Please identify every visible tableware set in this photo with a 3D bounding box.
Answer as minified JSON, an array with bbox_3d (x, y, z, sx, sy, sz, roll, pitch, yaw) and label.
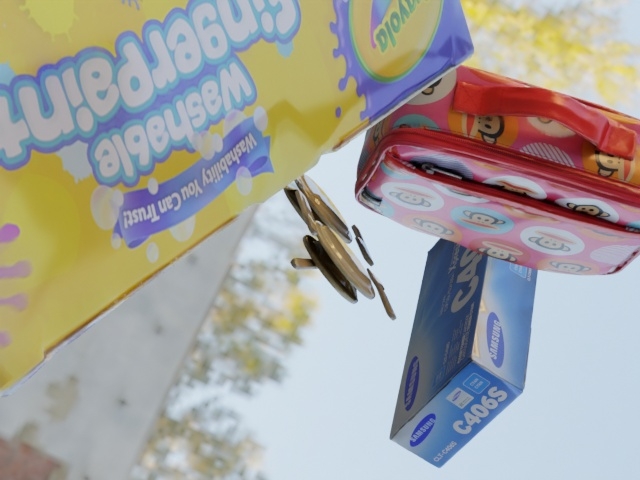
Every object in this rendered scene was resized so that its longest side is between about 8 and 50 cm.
[{"bbox_3d":[0.000,0.000,1.492,0.039,0.128,0.194,-38,-153,9],"label":"tableware set"}]

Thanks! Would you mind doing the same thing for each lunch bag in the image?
[{"bbox_3d":[0.192,-0.074,1.569,0.258,0.293,0.120,119,-15,-70],"label":"lunch bag"}]

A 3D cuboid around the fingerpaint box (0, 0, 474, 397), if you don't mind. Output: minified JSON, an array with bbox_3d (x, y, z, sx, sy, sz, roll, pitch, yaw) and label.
[{"bbox_3d":[-0.185,-0.069,0.842,0.371,0.163,0.445,-10,-163,34],"label":"fingerpaint box"}]

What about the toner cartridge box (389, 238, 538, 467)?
[{"bbox_3d":[0.178,0.089,1.941,0.165,0.075,0.348,-50,-165,36],"label":"toner cartridge box"}]
